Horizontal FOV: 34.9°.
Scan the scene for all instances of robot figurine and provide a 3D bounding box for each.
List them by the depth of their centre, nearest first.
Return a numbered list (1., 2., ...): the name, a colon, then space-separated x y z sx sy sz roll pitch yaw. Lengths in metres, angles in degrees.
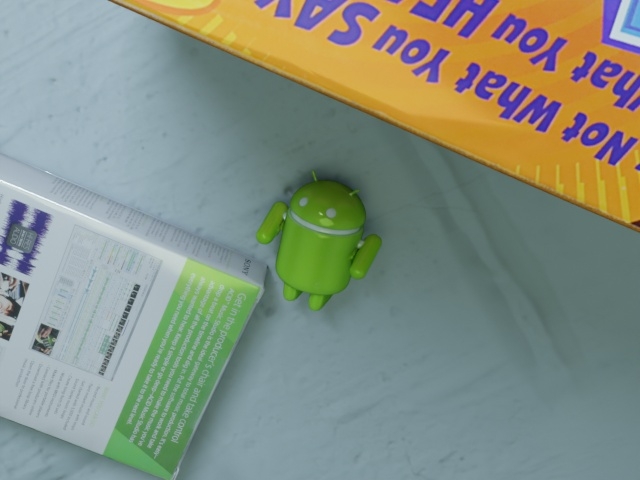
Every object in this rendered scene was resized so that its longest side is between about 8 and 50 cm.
1. robot figurine: 0.000 0.000 0.867 0.101 0.067 0.115 21 115 15

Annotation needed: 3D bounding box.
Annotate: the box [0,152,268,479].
1. box: -0.237 0.063 0.916 0.322 0.058 0.232 24 113 -6

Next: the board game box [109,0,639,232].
1. board game box: 0.097 -0.238 0.547 0.356 0.356 0.356 22 100 -11
